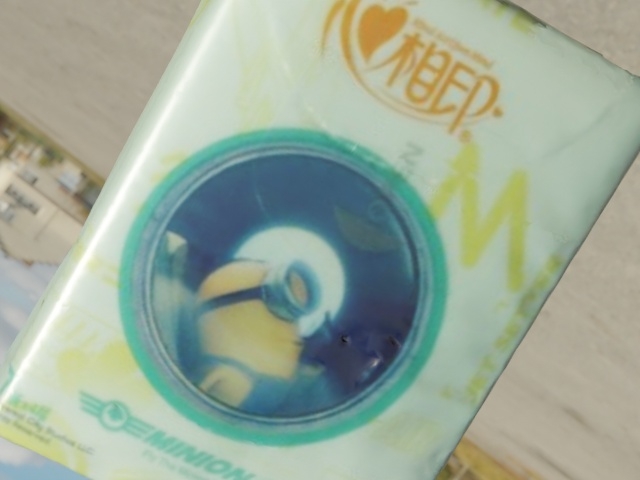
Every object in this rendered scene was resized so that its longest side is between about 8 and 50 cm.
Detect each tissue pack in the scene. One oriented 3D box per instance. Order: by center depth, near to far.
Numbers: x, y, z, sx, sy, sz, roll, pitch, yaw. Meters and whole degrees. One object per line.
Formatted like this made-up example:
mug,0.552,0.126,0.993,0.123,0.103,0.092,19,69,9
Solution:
tissue pack,0.000,0.000,0.816,0.287,0.388,0.162,28,-169,-12
